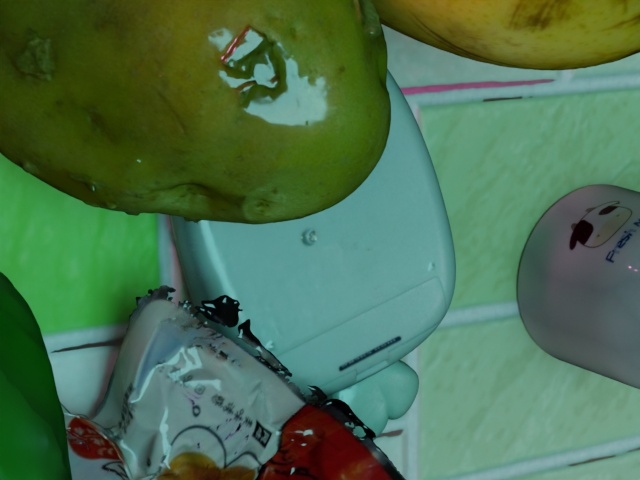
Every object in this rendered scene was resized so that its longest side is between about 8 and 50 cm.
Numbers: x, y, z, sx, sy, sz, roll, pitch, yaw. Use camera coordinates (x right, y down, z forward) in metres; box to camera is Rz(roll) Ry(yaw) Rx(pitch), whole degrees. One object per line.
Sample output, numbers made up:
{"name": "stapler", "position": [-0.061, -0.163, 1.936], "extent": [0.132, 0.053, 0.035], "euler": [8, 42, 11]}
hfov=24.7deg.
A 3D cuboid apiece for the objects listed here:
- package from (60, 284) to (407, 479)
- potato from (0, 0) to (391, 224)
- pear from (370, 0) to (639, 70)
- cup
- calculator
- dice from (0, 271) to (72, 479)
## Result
{"name": "package", "position": [-0.068, 0.151, 0.915], "extent": [0.194, 0.071, 0.269], "euler": [-34, 126, 7]}
{"name": "potato", "position": [-0.082, -0.099, 0.790], "extent": [0.253, 0.186, 0.148], "euler": [29, 45, -2]}
{"name": "pear", "position": [0.121, -0.226, 0.826], "extent": [0.281, 0.281, 0.280], "euler": [-6, 104, -27]}
{"name": "cup", "position": [0.249, 0.031, 1.020], "extent": [0.174, 0.142, 0.134], "euler": [-20, 109, -24]}
{"name": "calculator", "position": [0.000, 0.000, 0.934], "extent": [0.184, 0.042, 0.295], "euler": [-26, 111, -22]}
{"name": "dice", "position": [-0.296, 0.140, 0.663], "extent": [0.300, 0.287, 0.297], "euler": [2, 100, -30]}
